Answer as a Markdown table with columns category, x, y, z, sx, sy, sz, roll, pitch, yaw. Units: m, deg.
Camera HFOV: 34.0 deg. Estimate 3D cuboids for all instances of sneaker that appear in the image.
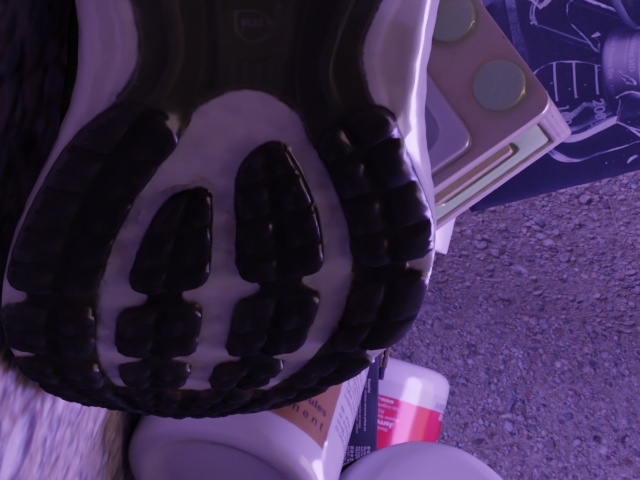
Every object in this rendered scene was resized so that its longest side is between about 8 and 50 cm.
| category | x | y | z | sx | sy | sz | roll | pitch | yaw |
| --- | --- | --- | --- | --- | --- | --- | --- | --- | --- |
| sneaker | -0.029 | -0.092 | 0.391 | 0.182 | 0.158 | 0.410 | -95 | -164 | -48 |

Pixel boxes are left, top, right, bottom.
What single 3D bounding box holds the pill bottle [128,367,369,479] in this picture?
| category | x | y | z | sx | sy | sz | roll | pitch | yaw |
| --- | --- | --- | --- | --- | --- | --- | --- | --- | --- |
| pill bottle | -0.031 | 0.076 | 0.715 | 0.131 | 0.131 | 0.229 | 98 | 8 | -45 |

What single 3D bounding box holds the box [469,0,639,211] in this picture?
| category | x | y | z | sx | sy | sz | roll | pitch | yaw |
| --- | --- | --- | --- | --- | --- | --- | --- | --- | --- |
| box | 0.231 | -0.242 | 0.888 | 0.179 | 0.313 | 0.343 | -95 | 168 | -62 |

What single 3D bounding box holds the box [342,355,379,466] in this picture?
| category | x | y | z | sx | sy | sz | roll | pitch | yaw |
| --- | --- | --- | --- | --- | --- | --- | --- | --- | --- |
| box | 0.008 | 0.178 | 1.158 | 0.318 | 0.097 | 0.394 | 91 | 1 | -55 |

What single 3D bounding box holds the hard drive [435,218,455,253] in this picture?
| category | x | y | z | sx | sy | sz | roll | pitch | yaw |
| --- | --- | --- | --- | --- | --- | --- | --- | --- | --- |
| hard drive | 0.088 | -0.180 | 1.037 | 0.233 | 0.047 | 0.352 | 16 | 88 | -46 |

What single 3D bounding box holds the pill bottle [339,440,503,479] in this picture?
| category | x | y | z | sx | sy | sz | roll | pitch | yaw |
| --- | --- | --- | --- | --- | --- | --- | --- | --- | --- |
| pill bottle | 0.001 | 0.283 | 0.799 | 0.334 | 0.188 | 0.187 | -39 | -155 | 49 |

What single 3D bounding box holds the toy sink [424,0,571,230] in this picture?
| category | x | y | z | sx | sy | sz | roll | pitch | yaw |
| --- | --- | --- | --- | --- | --- | --- | --- | --- | --- |
| toy sink | 0.067 | -0.090 | 0.715 | 0.153 | 0.131 | 0.234 | -36 | 165 | 13 |

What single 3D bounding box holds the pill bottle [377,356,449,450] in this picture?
| category | x | y | z | sx | sy | sz | roll | pitch | yaw |
| --- | --- | --- | --- | --- | --- | --- | --- | --- | --- |
| pill bottle | 0.028 | 0.362 | 1.478 | 0.229 | 0.229 | 0.407 | 70 | 35 | -80 |

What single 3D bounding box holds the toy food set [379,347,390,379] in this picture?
| category | x | y | z | sx | sy | sz | roll | pitch | yaw |
| --- | --- | --- | --- | --- | --- | --- | --- | --- | --- |
| toy food set | 0.069 | 0.083 | 1.115 | 0.078 | 0.019 | 0.122 | 92 | 8 | -71 |
